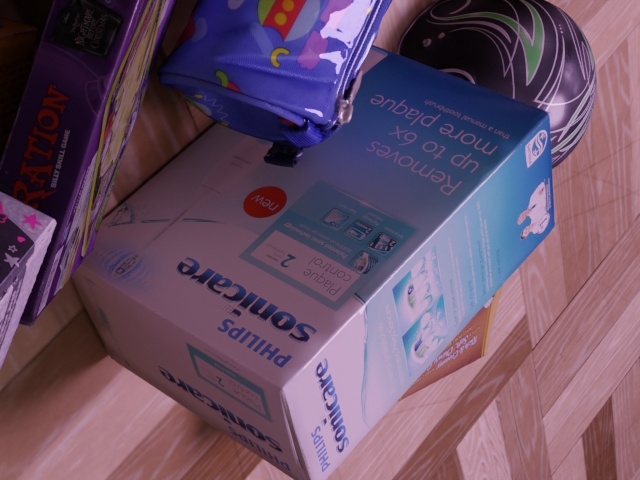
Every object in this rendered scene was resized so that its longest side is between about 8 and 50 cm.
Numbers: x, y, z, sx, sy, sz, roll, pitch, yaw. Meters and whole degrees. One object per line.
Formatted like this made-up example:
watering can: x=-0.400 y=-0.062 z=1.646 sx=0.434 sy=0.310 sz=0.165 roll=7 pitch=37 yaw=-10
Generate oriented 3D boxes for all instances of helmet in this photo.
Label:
helmet: x=0.161 y=-0.133 z=1.079 sx=0.169 sy=0.162 sz=0.169 roll=-33 pitch=137 yaw=-38

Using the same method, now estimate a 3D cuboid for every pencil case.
pencil case: x=0.009 y=-0.205 z=0.831 sx=0.306 sy=0.133 sz=0.119 roll=-64 pitch=168 yaw=-4

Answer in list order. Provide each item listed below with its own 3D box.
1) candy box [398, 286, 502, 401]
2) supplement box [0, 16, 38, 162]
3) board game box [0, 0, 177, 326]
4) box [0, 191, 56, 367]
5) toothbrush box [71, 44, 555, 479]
candy box: x=0.055 y=0.057 z=1.137 sx=0.316 sy=0.088 sz=0.182 roll=-20 pitch=128 yaw=-48
supplement box: x=-0.223 y=-0.015 z=0.688 sx=0.080 sy=0.078 sz=0.233 roll=-56 pitch=163 yaw=-70
board game box: x=-0.110 y=-0.139 z=0.701 sx=0.208 sy=0.056 sz=0.346 roll=-75 pitch=-174 yaw=-81
box: x=-0.245 y=0.087 z=0.582 sx=0.247 sy=0.142 sz=0.163 roll=-60 pitch=-177 yaw=32
toothbrush box: x=0.000 y=0.000 z=0.902 sx=0.295 sy=0.216 sz=0.126 roll=-44 pitch=142 yaw=-25
